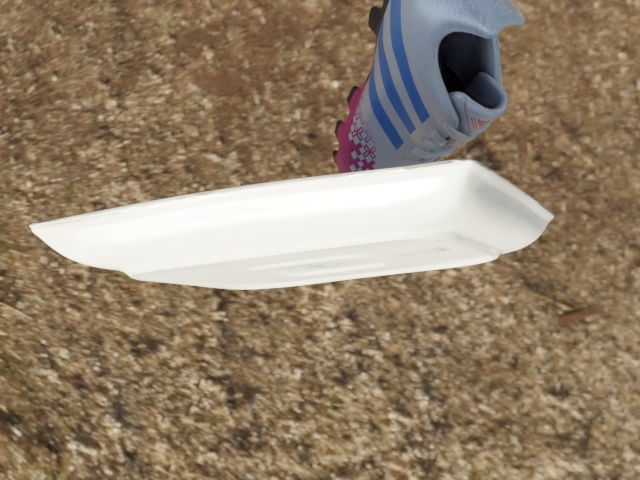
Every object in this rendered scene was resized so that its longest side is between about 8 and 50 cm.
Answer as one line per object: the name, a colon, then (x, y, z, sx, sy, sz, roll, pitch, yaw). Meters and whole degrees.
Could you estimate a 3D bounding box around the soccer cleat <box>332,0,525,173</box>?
soccer cleat: (0.100, -0.120, 1.027, 0.116, 0.331, 0.143, -33, 62, -29)

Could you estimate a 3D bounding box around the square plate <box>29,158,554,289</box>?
square plate: (0.000, 0.000, 0.897, 0.347, 0.344, 0.049, 13, 71, -68)
